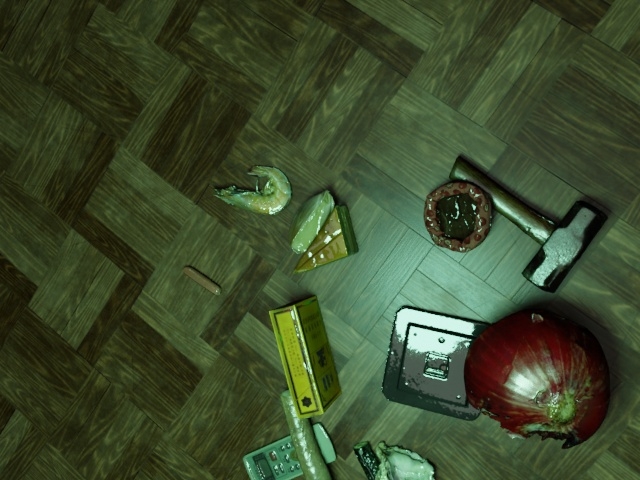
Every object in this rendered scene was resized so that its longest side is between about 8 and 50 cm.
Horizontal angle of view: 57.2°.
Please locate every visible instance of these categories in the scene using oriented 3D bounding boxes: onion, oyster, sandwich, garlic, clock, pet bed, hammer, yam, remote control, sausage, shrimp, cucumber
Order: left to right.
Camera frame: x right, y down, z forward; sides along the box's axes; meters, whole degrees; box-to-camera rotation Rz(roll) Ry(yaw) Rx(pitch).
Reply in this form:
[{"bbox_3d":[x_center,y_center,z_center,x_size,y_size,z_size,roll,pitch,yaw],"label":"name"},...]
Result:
[{"bbox_3d":[-0.367,0.125,1.821,0.147,0.030,0.035,31,101,14],"label":"sausage"},{"bbox_3d":[-0.205,-0.154,1.757,0.251,0.052,0.143,10,85,9],"label":"shrimp"},{"bbox_3d":[-0.092,0.648,1.755,0.285,0.038,0.123,-27,84,16],"label":"remote control"},{"bbox_3d":[-0.033,0.600,1.686,0.081,0.081,0.357,-20,83,17],"label":"yam"},{"bbox_3d":[-0.026,-0.057,1.674,0.087,0.101,0.195,32,94,-18],"label":"garlic"},{"bbox_3d":[0.000,0.000,1.662,0.187,0.117,0.144,-21,84,18],"label":"sandwich"},{"bbox_3d":[0.157,0.664,1.672,0.058,0.058,0.187,-35,82,15],"label":"cucumber"},{"bbox_3d":[0.224,0.636,1.628,0.191,0.163,0.081,-121,31,-44],"label":"oyster"},{"bbox_3d":[0.320,0.337,1.613,0.279,0.049,0.273,10,94,16],"label":"clock"},{"bbox_3d":[0.360,-0.063,1.549,0.201,0.053,0.201,15,112,41],"label":"pet bed"},{"bbox_3d":[0.501,-0.076,1.522,0.409,0.095,0.242,39,103,14],"label":"hammer"},{"bbox_3d":[0.522,0.320,1.412,0.341,0.341,0.341,1,92,17],"label":"onion"}]

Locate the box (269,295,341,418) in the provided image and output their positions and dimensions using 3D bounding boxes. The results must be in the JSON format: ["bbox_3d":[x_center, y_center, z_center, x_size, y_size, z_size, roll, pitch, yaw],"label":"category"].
[{"bbox_3d":[-0.038,0.319,1.645,0.084,0.193,0.301,-16,87,18],"label":"box"}]
